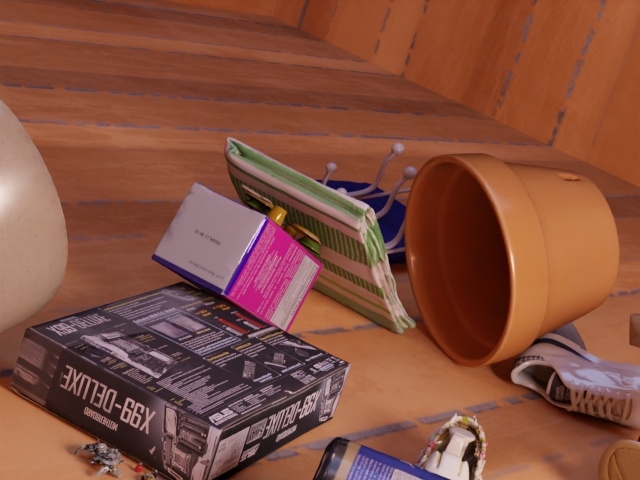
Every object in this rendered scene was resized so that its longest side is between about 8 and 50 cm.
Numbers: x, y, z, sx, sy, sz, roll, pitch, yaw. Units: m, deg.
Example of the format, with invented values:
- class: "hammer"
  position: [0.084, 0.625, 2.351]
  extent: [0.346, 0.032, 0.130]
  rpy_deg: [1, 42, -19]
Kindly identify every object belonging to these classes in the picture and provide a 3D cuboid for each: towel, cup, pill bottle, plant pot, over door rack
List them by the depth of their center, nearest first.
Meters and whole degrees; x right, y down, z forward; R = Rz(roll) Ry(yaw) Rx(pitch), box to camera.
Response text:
- class: "pill bottle"
  position: [0.091, 0.271, 1.218]
  extent: [0.219, 0.122, 0.123]
  rpy_deg: [21, 17, 6]
- class: "cup"
  position: [-0.445, -0.002, 1.281]
  extent: [0.331, 0.331, 0.237]
  rpy_deg: [25, 43, 21]
- class: "towel"
  position: [0.000, 0.000, 1.805]
  extent: [0.248, 0.038, 0.325]
  rpy_deg: [27, -19, 27]
- class: "plant pot"
  position: [0.271, 0.015, 1.847]
  extent: [0.203, 0.291, 0.291]
  rpy_deg: [-9, 27, -22]
- class: "over door rack"
  position: [0.176, -0.062, 2.070]
  extent: [0.324, 0.108, 0.239]
  rpy_deg: [2, 25, -8]
- class: "towel"
  position: [0.048, -0.020, 2.197]
  extent: [0.228, 0.076, 0.308]
  rpy_deg: [37, 24, 31]

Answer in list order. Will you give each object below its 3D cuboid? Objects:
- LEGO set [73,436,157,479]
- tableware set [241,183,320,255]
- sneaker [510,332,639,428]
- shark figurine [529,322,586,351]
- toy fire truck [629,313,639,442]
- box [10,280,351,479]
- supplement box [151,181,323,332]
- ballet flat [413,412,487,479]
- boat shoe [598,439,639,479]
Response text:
- class: "LEGO set"
  position: [-0.194, 0.209, 1.286]
  extent: [0.083, 0.023, 0.054]
  rpy_deg: [14, 17, -13]
- class: "tableware set"
  position: [-0.049, -0.019, 1.697]
  extent: [0.104, 0.024, 0.154]
  rpy_deg: [31, -7, 16]
- class: "sneaker"
  position: [0.370, 0.206, 1.807]
  extent: [0.235, 0.090, 0.095]
  rpy_deg: [19, 23, 26]
- class: "shark figurine"
  position: [0.321, 0.105, 2.010]
  extent: [0.166, 0.116, 0.278]
  rpy_deg: [1, 26, -48]
- class: "toy fire truck"
  position: [0.437, 0.196, 1.654]
  extent: [0.158, 0.217, 0.246]
  rpy_deg: [20, 16, 9]
- class: "box"
  position: [-0.141, 0.146, 1.452]
  extent: [0.242, 0.076, 0.307]
  rpy_deg: [24, 17, 20]
- class: "supplement box"
  position: [-0.098, 0.027, 1.680]
  extent: [0.111, 0.114, 0.220]
  rpy_deg: [26, -8, 24]
- class: "ballet flat"
  position: [0.128, 0.246, 1.417]
  extent: [0.091, 0.077, 0.241]
  rpy_deg: [21, 17, 6]
- class: "boat shoe"
  position: [0.435, 0.317, 1.491]
  extent: [0.277, 0.098, 0.096]
  rpy_deg: [38, 23, 26]
